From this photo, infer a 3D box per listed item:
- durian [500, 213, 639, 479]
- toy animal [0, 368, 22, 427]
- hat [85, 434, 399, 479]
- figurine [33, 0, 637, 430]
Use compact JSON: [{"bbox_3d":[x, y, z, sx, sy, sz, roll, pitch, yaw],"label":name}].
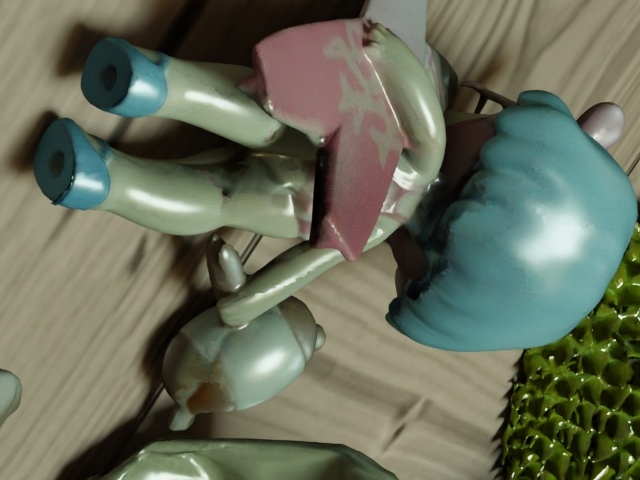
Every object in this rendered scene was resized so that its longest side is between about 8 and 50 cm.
[{"bbox_3d":[0.178,0.082,0.899,0.137,0.095,0.220,-17,125,-44],"label":"durian"},{"bbox_3d":[-0.210,0.158,0.464,0.284,0.225,0.302,-50,163,28],"label":"toy animal"},{"bbox_3d":[-0.017,0.197,0.686,0.214,0.149,0.244,-36,141,-2],"label":"hat"},{"bbox_3d":[0.010,0.001,0.610,0.260,0.103,0.205,11,109,-44],"label":"figurine"}]
